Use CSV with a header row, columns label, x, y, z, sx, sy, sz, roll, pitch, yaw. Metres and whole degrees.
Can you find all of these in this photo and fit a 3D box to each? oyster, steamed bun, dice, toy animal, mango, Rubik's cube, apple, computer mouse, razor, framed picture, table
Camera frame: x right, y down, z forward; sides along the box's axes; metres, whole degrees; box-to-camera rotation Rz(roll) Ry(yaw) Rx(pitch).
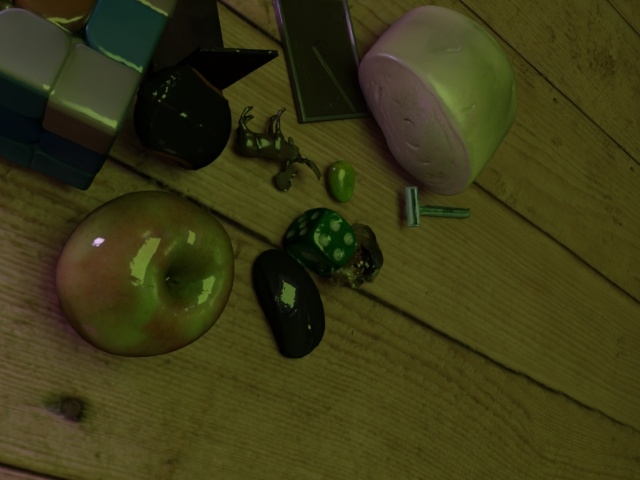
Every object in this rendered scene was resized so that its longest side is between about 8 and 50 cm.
label,x,y,z,sx,sy,sz,roll,pitch,yaw
oyster,0.105,0.046,1.770,0.232,0.107,0.162,-36,98,-52
steamed bun,0.332,-0.385,1.892,0.456,0.289,0.371,52,53,-19
dice,0.000,0.000,1.688,0.128,0.130,0.120,46,59,-24
toy animal,-0.105,-0.214,1.675,0.214,0.093,0.186,-3,80,-31
mango,0.053,-0.150,1.800,0.073,0.056,0.108,-15,95,-33
Rubik's cube,-0.469,-0.339,1.204,0.344,0.346,0.347,26,66,-19
apple,-0.335,0.064,1.333,0.319,0.277,0.320,-4,95,-41
computer mouse,-0.063,0.146,1.647,0.137,0.086,0.270,-29,102,-37
razor,0.332,-0.084,2.019,0.277,0.056,0.111,4,80,-45
computer mouse,-0.261,-0.239,1.434,0.183,0.116,0.323,-65,166,1
framed picture,0.009,-0.478,1.837,0.247,0.022,0.335,-13,91,-39
table,-0.248,-0.459,1.466,0.196,0.282,0.251,-6,86,-38
